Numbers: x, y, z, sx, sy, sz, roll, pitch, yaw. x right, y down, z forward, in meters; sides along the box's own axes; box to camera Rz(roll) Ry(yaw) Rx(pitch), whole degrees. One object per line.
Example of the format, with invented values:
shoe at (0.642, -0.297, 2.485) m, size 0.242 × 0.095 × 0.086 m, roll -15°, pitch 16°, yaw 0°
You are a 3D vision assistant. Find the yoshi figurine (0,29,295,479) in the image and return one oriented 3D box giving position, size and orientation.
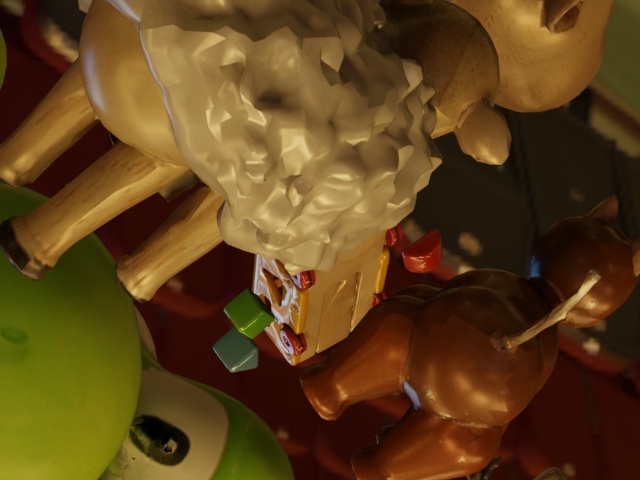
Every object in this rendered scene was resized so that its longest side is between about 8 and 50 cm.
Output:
yoshi figurine at (-0.176, 0.012, 0.540) m, size 0.362 × 0.203 × 0.203 m, roll 22°, pitch -164°, yaw 26°

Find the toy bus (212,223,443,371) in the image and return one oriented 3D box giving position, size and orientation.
toy bus at (-0.005, 0.009, 1.313) m, size 0.202 × 0.104 × 0.191 m, roll -48°, pitch 152°, yaw 16°

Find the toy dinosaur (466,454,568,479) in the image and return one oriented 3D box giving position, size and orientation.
toy dinosaur at (0.143, 0.252, 1.289) m, size 0.064 × 0.118 × 0.268 m, roll 3°, pitch 133°, yaw -5°

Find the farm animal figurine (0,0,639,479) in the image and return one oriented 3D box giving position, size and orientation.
farm animal figurine at (0.005, -0.104, 0.503) m, size 0.172 × 0.330 × 0.327 m, roll -33°, pitch 149°, yaw 12°
